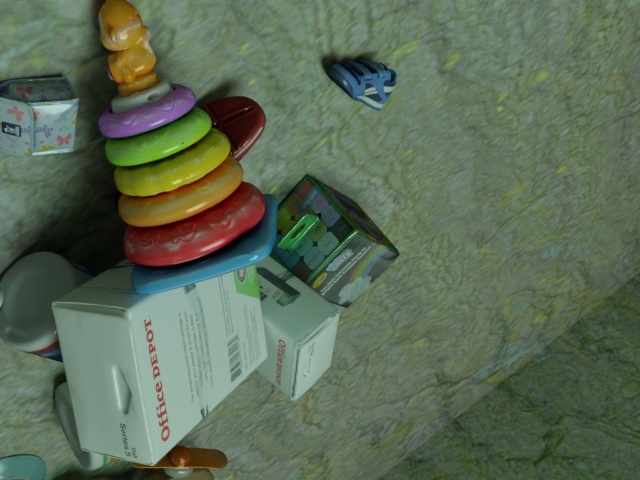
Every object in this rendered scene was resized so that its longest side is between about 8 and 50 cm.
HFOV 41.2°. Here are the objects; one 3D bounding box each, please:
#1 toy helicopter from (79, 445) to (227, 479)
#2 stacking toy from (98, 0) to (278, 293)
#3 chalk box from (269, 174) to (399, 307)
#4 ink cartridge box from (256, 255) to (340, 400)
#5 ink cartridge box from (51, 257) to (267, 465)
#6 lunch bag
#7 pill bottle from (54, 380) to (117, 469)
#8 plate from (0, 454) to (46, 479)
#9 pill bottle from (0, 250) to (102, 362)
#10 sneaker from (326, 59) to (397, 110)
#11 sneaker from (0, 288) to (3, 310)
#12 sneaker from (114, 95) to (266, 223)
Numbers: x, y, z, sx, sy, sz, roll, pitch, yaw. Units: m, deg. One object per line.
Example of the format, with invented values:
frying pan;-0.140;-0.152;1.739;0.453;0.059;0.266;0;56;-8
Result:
toy helicopter;-0.323;0.458;1.547;0.235;0.140;0.355;-51;147;13
stacking toy;-0.168;-0.107;0.899;0.166;0.175;0.301;-16;114;8
chalk box;0.000;0.000;1.305;0.132;0.132;0.213;-46;150;11
ink cartridge box;-0.084;0.109;1.252;0.092;0.218;0.158;-38;153;-30
ink cartridge box;-0.186;0.116;1.055;0.273;0.115;0.198;-38;127;-58
lunch bag;-0.294;-0.124;0.868;0.083;0.053;0.071;-8;137;-31
pill bottle;-0.266;0.238;1.307;0.246;0.136;0.136;-21;145;-32
plate;-0.523;0.412;1.357;0.188;0.024;0.188;-30;149;-20
pill bottle;-0.299;0.102;1.095;0.124;0.124;0.221;-43;150;4
sneaker;0.057;-0.221;1.151;0.059;0.053;0.144;-50;158;18
sneaker;-0.477;-0.019;0.663;0.448;0.169;0.257;-16;112;-48
sneaker;-0.146;-0.091;1.078;0.221;0.087;0.128;-33;161;11
